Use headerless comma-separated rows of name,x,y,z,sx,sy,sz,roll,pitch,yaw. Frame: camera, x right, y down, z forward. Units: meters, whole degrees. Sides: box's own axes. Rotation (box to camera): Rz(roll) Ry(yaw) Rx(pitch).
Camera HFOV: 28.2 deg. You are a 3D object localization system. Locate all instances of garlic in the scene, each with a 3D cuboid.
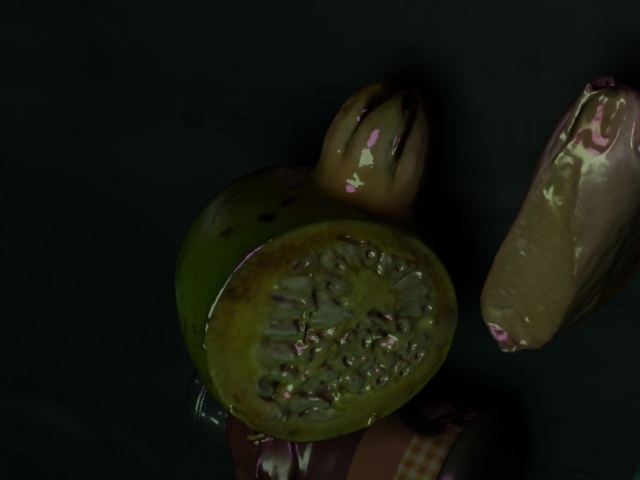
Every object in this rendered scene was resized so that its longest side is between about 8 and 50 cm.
garlic,0.162,-0.022,0.761,0.087,0.101,0.196,36,137,18

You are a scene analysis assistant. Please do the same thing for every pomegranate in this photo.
pomegranate,-0.013,0.006,0.880,0.159,0.189,0.241,-122,23,-56

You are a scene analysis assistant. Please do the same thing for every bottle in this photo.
bottle,0.011,0.158,0.994,0.271,0.143,0.156,18,143,29

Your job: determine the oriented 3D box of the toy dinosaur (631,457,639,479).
toy dinosaur,0.290,0.195,0.760,0.383,0.129,0.331,45,149,47
